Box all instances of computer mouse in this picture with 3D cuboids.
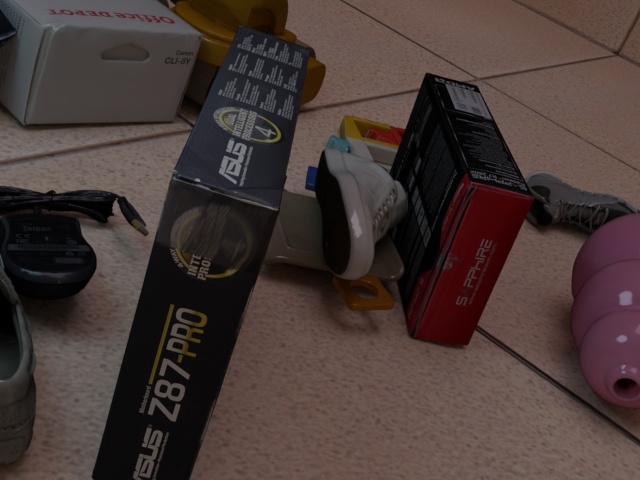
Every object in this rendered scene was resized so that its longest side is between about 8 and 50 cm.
[{"bbox_3d":[-0.278,0.008,1.058,0.184,0.060,0.262,0,24,-29],"label":"computer mouse"}]

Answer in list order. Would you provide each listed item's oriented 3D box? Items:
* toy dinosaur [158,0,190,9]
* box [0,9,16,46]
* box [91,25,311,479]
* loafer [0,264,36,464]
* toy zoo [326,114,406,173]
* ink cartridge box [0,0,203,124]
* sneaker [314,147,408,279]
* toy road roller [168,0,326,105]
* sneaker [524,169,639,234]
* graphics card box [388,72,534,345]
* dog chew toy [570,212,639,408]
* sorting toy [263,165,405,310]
[{"bbox_3d":[-0.267,-0.495,1.667,0.296,0.127,0.200,11,48,-63],"label":"toy dinosaur"},{"bbox_3d":[-0.534,-0.306,1.228,0.207,0.153,0.108,53,26,-8],"label":"box"},{"bbox_3d":[-0.105,0.001,0.915,0.097,0.318,0.395,19,29,-7],"label":"box"},{"bbox_3d":[-0.322,0.065,0.865,0.112,0.111,0.319,1,35,-35],"label":"loafer"},{"bbox_3d":[0.150,-0.147,1.651,0.293,0.030,0.192,12,30,-20],"label":"toy zoo"},{"bbox_3d":[-0.415,-0.337,1.444,0.279,0.160,0.385,-10,41,-46],"label":"ink cartridge box"},{"bbox_3d":[0.065,-0.041,1.227,0.123,0.105,0.290,10,29,-9],"label":"sneaker"},{"bbox_3d":[-0.125,-0.353,1.592,0.203,0.240,0.329,33,30,19],"label":"toy road roller"},{"bbox_3d":[0.441,-0.042,1.637,0.229,0.086,0.132,24,31,25],"label":"sneaker"},{"bbox_3d":[0.174,-0.056,1.299,0.094,0.232,0.371,12,29,-11],"label":"graphics card box"},{"bbox_3d":[0.430,0.101,1.261,0.207,0.206,0.332,27,37,9],"label":"dog chew toy"},{"bbox_3d":[0.000,0.000,1.280,0.196,0.047,0.347,7,31,-18],"label":"sorting toy"}]
